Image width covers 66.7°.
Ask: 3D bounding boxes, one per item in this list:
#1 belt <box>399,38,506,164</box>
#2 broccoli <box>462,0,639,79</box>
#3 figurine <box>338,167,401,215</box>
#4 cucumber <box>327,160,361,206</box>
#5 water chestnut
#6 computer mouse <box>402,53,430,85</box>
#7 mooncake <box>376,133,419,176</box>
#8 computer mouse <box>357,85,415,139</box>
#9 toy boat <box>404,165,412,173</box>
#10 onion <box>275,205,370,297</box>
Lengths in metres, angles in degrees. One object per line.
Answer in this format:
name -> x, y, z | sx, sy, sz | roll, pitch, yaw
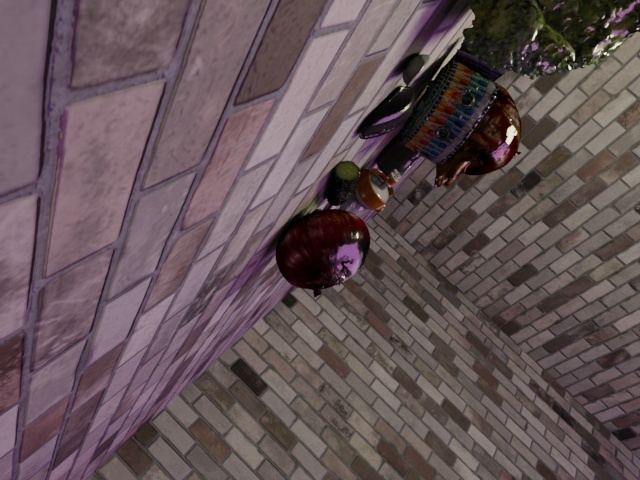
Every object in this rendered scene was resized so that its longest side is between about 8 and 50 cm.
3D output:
belt -> 0.315, -0.341, 1.257 | 0.206, 0.161, 0.295 | -65, -174, -31
broccoli -> 0.452, -0.454, 0.915 | 0.277, 0.339, 0.317 | -108, -146, -64
figurine -> 0.145, -0.138, 1.569 | 0.271, 0.143, 0.143 | -50, 173, 35
cucumber -> 0.055, -0.137, 1.308 | 0.067, 0.067, 0.293 | -45, 175, -11
water chestnut -> 0.443, -0.319, 1.512 | 0.347, 0.335, 0.335 | -50, 175, -10
computer mouse -> 0.186, -0.342, 0.960 | 0.056, 0.032, 0.110 | -49, -176, 36
mooncake -> 0.275, -0.292, 1.657 | 0.168, 0.104, 0.175 | -50, 180, -21
computer mouse -> 0.155, -0.274, 1.079 | 0.172, 0.057, 0.099 | -41, 176, -13
toy boat -> 0.312, -0.300, 1.917 | 0.129, 0.088, 0.295 | -46, 174, -2
onion -> 0.000, 0.000, 1.350 | 0.274, 0.284, 0.273 | -11, 149, -7
